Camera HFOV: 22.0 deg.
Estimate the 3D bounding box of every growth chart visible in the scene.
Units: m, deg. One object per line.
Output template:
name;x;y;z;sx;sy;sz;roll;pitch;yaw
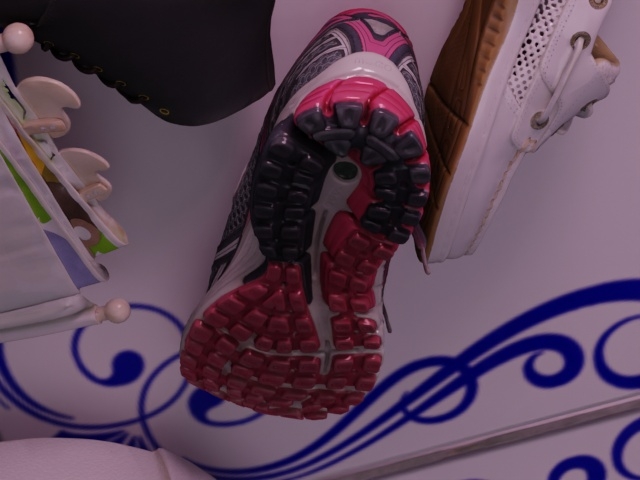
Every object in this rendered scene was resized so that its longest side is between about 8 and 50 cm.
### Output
growth chart;-0.193;-0.018;0.919;0.172;0.021;0.237;-7;135;9

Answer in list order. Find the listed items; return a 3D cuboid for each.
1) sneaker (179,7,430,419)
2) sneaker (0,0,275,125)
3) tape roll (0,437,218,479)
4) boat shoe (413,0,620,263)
sneaker;0.000;0.000;0.978;0.120;0.112;0.299;17;135;-9
sneaker;-0.129;-0.111;0.885;0.222;0.083;0.118;-6;126;-6
tape roll;-0.195;0.305;1.121;0.392;0.072;0.392;-7;121;-11
boat shoe;0.123;-0.100;0.924;0.096;0.098;0.277;9;122;-14
